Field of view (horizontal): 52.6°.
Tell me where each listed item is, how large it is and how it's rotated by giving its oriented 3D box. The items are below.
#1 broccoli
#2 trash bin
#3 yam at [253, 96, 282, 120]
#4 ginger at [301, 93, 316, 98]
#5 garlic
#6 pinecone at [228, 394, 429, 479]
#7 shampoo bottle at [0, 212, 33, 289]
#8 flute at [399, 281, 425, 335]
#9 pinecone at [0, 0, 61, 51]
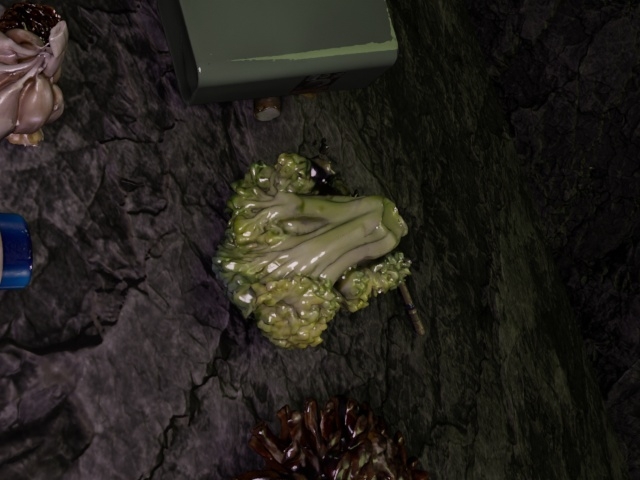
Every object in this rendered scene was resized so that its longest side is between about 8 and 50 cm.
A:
[{"bbox_3d":[-0.007,-0.003,1.009,0.347,0.280,0.294,-33,103,-57],"label":"broccoli"},{"bbox_3d":[-0.074,-0.351,1.069,0.343,0.158,0.223,-15,88,-22],"label":"trash bin"},{"bbox_3d":[-0.102,-0.339,1.241,0.061,0.061,0.253,28,51,-48],"label":"yam"},{"bbox_3d":[-0.020,-0.360,1.269,0.102,0.157,0.216,15,25,-26],"label":"ginger"},{"bbox_3d":[-0.330,-0.173,0.701,0.127,0.194,0.131,3,77,-46],"label":"garlic"},{"bbox_3d":[0.008,0.360,0.894,0.296,0.242,0.298,57,36,-7],"label":"pinecone"},{"bbox_3d":[-0.383,0.010,0.647,0.183,0.050,0.087,3,74,-57],"label":"shampoo bottle"},{"bbox_3d":[0.193,0.114,1.494,0.027,0.027,0.233,-35,105,-57],"label":"flute"},{"bbox_3d":[-0.358,-0.253,0.796,0.077,0.077,0.083,52,43,-29],"label":"pinecone"}]
